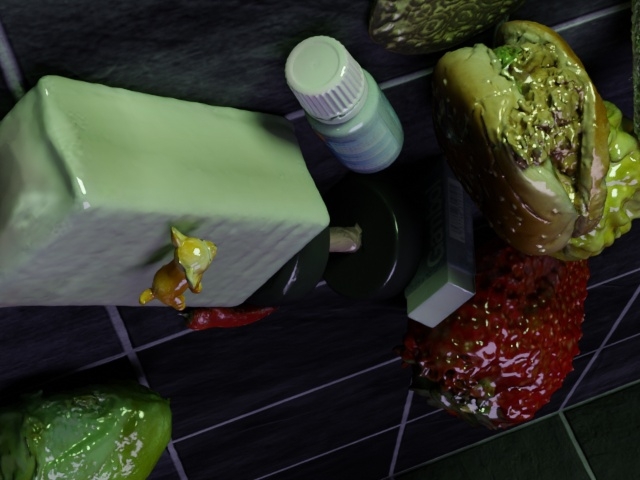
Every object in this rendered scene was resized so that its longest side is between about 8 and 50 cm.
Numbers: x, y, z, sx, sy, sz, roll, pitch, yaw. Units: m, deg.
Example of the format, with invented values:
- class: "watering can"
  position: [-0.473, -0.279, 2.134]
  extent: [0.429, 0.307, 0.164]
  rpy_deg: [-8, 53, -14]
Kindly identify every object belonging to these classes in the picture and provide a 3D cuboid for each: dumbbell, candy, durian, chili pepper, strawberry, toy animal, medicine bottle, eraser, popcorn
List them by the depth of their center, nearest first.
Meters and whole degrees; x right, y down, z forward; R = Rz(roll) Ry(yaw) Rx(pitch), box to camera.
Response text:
- class: "toy animal"
  position: [-0.134, 0.027, 1.094]
  extent: [0.081, 0.060, 0.083]
  rpy_deg: [-20, 165, -14]
- class: "candy"
  position: [-0.181, -0.032, 1.171]
  extent: [0.208, 0.145, 0.358]
  rpy_deg: [-39, 153, 32]
- class: "medicine bottle"
  position: [0.026, -0.139, 1.210]
  extent: [0.083, 0.083, 0.203]
  rpy_deg: [-26, 157, 7]
- class: "dumbbell"
  position: [0.000, 0.000, 1.396]
  extent: [0.218, 0.152, 0.152]
  rpy_deg: [0, 148, -43]
- class: "popcorn"
  position: [0.301, -0.085, 1.461]
  extent: [0.181, 0.217, 0.235]
  rpy_deg: [-46, 155, -15]
- class: "eraser"
  position: [0.147, -0.003, 1.466]
  extent: [0.046, 0.212, 0.092]
  rpy_deg: [25, 134, -23]
- class: "chili pepper"
  position: [-0.127, 0.108, 1.674]
  extent: [0.178, 0.027, 0.045]
  rpy_deg: [-2, 149, -44]
- class: "durian"
  position: [-0.370, 0.323, 1.702]
  extent: [0.339, 0.204, 0.256]
  rpy_deg: [-9, 142, -32]
- class: "strawberry"
  position: [0.287, 0.113, 1.816]
  extent: [0.351, 0.267, 0.312]
  rpy_deg: [-44, 155, -15]

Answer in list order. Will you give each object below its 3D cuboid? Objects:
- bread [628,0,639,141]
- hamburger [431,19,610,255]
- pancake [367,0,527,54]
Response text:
- class: "bread"
  position: [0.434, -0.235, 1.305]
  extent: [0.207, 0.056, 0.286]
  rpy_deg: [-29, 135, -10]
- class: "hamburger"
  position: [0.211, -0.102, 1.239]
  extent: [0.146, 0.243, 0.286]
  rpy_deg: [-25, -170, -7]
- class: "pancake"
  position: [0.130, -0.244, 1.161]
  extent: [0.184, 0.020, 0.190]
  rpy_deg: [-23, 158, 1]
